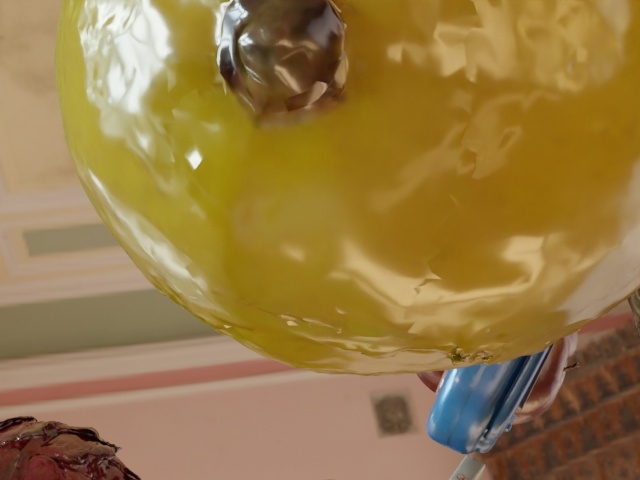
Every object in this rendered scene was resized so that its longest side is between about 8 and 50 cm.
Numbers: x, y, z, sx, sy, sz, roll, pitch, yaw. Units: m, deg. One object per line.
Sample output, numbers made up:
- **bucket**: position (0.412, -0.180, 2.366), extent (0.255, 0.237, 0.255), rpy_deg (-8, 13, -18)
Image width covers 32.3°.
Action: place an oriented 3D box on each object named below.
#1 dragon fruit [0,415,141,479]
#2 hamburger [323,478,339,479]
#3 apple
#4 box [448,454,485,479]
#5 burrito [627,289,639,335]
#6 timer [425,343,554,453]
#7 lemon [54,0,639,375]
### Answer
- **dragon fruit**: position (-0.426, 0.420, 1.674), extent (0.329, 0.329, 0.329), rpy_deg (-7, -34, -5)
- **hamburger**: position (0.048, 0.572, 2.057), extent (0.170, 0.246, 0.246), rpy_deg (14, -19, 35)
- **apple**: position (0.351, 0.220, 2.185), extent (0.316, 0.288, 0.288), rpy_deg (22, -35, 7)
- **box**: position (0.157, 0.421, 1.516), extent (0.035, 0.139, 0.245), rpy_deg (25, -55, 19)
- **burrito**: position (0.466, 0.001, 1.537), extent (0.117, 0.392, 0.076), rpy_deg (-8, -37, 8)
- **timer**: position (0.259, 0.128, 1.498), extent (0.115, 0.340, 0.309), rpy_deg (26, -1, 11)
- **lemon**: position (0.033, -0.082, 0.463), extent (0.297, 0.297, 0.297), rpy_deg (-7, -34, -5)
